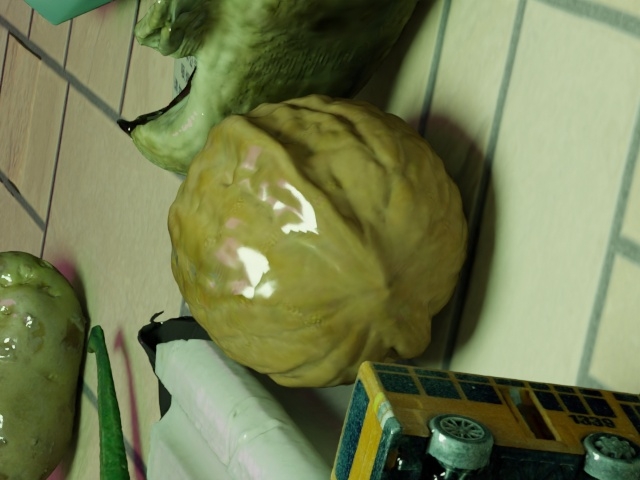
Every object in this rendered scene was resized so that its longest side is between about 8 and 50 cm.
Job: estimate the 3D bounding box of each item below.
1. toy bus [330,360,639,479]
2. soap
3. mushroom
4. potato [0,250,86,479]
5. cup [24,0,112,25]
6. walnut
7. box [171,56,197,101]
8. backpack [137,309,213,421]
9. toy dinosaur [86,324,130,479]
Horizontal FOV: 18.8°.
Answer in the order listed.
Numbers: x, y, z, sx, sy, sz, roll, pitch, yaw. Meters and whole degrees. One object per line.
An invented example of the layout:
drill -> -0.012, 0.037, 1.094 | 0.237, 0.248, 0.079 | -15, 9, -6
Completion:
toy bus -> 0.104, 0.125, 1.028 | 0.103, 0.182, 0.091 | -115, 36, -64
soap -> -0.017, 0.226, 1.306 | 0.302, 0.159, 0.258 | -137, 57, -64
mushroom -> -0.025, -0.164, 1.338 | 0.130, 0.247, 0.344 | 41, 130, 14
potato -> -0.333, 0.143, 2.075 | 0.165, 0.165, 0.262 | 170, 108, -66
cup -> -0.230, -0.301, 1.945 | 0.134, 0.148, 0.235 | 64, 160, -11
walnut -> 0.000, 0.000, 1.281 | 0.213, 0.213, 0.213 | -175, 90, -67
box -> -0.065, -0.196, 1.571 | 0.168, 0.071, 0.259 | -125, 34, -57
backpack -> -0.060, 0.114, 1.506 | 0.165, 0.105, 0.120 | 1, 96, 47
toy dinosaur -> -0.160, 0.254, 1.751 | 0.447, 0.087, 0.301 | 14, 91, 65
